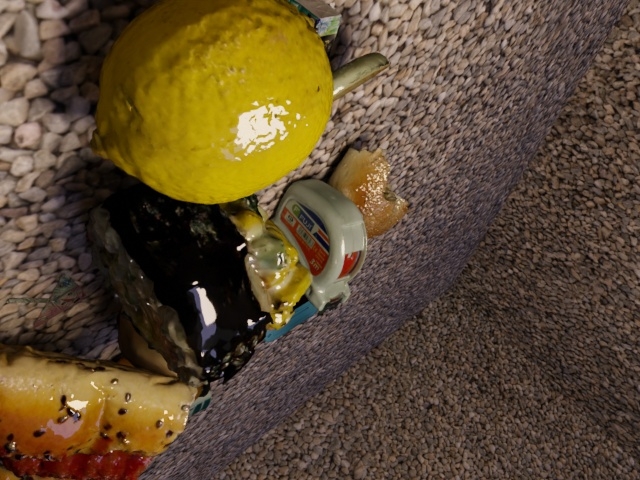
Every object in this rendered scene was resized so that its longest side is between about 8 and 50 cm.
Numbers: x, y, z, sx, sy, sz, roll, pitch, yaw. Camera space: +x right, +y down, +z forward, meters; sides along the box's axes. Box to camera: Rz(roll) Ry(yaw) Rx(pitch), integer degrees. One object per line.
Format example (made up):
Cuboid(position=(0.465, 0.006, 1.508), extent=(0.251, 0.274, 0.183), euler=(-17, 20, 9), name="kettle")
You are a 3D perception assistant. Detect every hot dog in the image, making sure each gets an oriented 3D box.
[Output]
Cuboid(position=(-0.460, 0.305, 0.932), extent=(0.365, 0.196, 0.367), euler=(28, 125, -27), name="hot dog")

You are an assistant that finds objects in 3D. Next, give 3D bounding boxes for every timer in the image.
Cuboid(position=(-0.100, 0.152, 1.656), extent=(0.232, 0.091, 0.250), euler=(-27, 142, -34), name="timer")

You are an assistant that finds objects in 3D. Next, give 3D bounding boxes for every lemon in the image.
Cuboid(position=(-0.132, -0.179, 0.715), extent=(0.322, 0.268, 0.268), euler=(-37, 158, -3), name="lemon")

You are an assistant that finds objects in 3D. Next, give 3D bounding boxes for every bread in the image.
Cuboid(position=(-0.003, -0.245, 0.958), extent=(0.267, 0.040, 0.267), euler=(-30, -170, 6), name="bread")
Cuboid(position=(0.102, -0.094, 1.397), extent=(0.192, 0.171, 0.314), euler=(-44, 158, -9), name="bread")

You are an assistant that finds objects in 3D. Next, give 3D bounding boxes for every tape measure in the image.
Cuboid(position=(-0.001, 0.001, 1.282), extent=(0.125, 0.243, 0.246), euler=(-13, 143, -47), name="tape measure")

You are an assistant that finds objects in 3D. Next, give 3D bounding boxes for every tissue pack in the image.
Cuboid(position=(-0.017, -0.323, 0.887), extent=(0.079, 0.085, 0.111), euler=(-28, 152, -38), name="tissue pack")

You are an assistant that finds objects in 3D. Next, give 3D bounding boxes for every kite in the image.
Cuboid(position=(-0.473, 0.107, 0.976), extent=(0.137, 0.005, 0.152), euler=(-54, 155, 22), name="kite")

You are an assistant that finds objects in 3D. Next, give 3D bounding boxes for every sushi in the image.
Cuboid(position=(-0.175, 0.028, 0.890), extent=(0.285, 0.328, 0.329), euler=(-32, 162, -27), name="sushi")

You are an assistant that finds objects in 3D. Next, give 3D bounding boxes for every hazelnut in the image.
Cuboid(position=(-0.269, 0.165, 1.107), extent=(0.241, 0.261, 0.261), euler=(-20, 149, -30), name="hazelnut")

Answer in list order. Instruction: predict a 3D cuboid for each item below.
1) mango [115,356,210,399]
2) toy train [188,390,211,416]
Cuboid(position=(-0.397, 0.346, 1.344), extent=(0.201, 0.152, 0.287), euler=(-47, 159, -1), name="mango")
Cuboid(position=(-0.485, 0.498, 1.553), extent=(0.407, 0.088, 0.086), euler=(-14, 144, -50), name="toy train")
